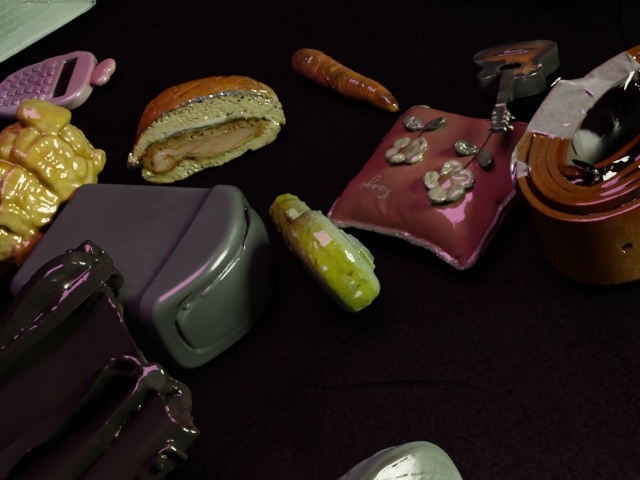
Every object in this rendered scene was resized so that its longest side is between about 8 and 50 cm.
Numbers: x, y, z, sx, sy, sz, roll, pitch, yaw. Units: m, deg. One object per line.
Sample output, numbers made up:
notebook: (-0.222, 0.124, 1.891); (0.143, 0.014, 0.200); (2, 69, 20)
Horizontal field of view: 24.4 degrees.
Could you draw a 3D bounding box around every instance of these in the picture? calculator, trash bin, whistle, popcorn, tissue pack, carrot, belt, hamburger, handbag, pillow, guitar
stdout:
calculator: (-0.322, -0.186, 1.783); (0.165, 0.024, 0.103); (-9, 43, 19)
trash bin: (-0.162, 0.028, 1.437); (0.236, 0.101, 0.177); (6, 51, 33)
whistle: (0.000, 0.000, 1.400); (0.057, 0.104, 0.198); (-39, 28, 1)
popcorn: (-0.301, -0.054, 1.552); (0.163, 0.140, 0.194); (-36, 20, 34)
tissue pack: (-0.446, -0.358, 1.924); (0.198, 0.146, 0.263); (-33, 42, -11)
carrot: (0.026, -0.173, 1.606); (0.035, 0.036, 0.165); (-41, 47, -19)
belt: (0.290, -0.081, 1.340); (0.261, 0.105, 0.184); (-42, 43, -19)
hamburger: (-0.135, -0.138, 1.602); (0.176, 0.087, 0.102); (-25, 43, 2)
handbag: (-0.237, 0.154, 1.278); (0.257, 0.113, 0.285); (-45, 41, 10)
pillow: (0.112, -0.063, 1.421); (0.179, 0.075, 0.171); (16, 61, 39)
guitar: (0.186, -0.150, 1.458); (0.088, 0.025, 0.233); (-6, 24, 15)

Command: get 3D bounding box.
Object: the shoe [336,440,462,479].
shoe: (0.008, 0.252, 1.140); (0.251, 0.103, 0.100); (-34, -3, -31)
